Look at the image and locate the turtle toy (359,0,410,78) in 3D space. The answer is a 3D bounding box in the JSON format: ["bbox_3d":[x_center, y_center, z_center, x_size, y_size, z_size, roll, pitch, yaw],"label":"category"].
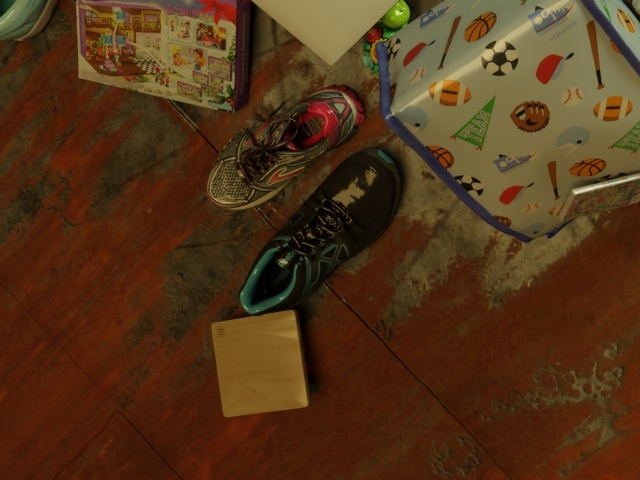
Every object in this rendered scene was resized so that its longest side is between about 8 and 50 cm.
[{"bbox_3d":[0.105,-0.301,1.966,0.095,0.066,0.130,19,111,17],"label":"turtle toy"}]

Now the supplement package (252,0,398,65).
[{"bbox_3d":[-0.009,-0.425,1.877,0.262,0.145,0.204,38,122,-18],"label":"supplement package"}]

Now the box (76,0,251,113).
[{"bbox_3d":[-0.254,-0.333,2.095,0.293,0.057,0.201,15,122,18],"label":"box"}]

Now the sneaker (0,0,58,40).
[{"bbox_3d":[-0.468,-0.479,2.109,0.135,0.150,0.366,29,114,12],"label":"sneaker"}]

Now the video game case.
[{"bbox_3d":[0.398,-0.062,1.821,0.122,0.087,0.011,-14,66,-10],"label":"video game case"}]

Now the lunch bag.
[{"bbox_3d":[0.314,-0.190,1.807,0.328,0.239,0.385,-32,123,26],"label":"lunch bag"}]

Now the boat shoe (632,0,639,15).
[{"bbox_3d":[0.491,-0.437,1.747,0.103,0.113,0.302,35,105,37],"label":"boat shoe"}]

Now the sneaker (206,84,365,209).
[{"bbox_3d":[-0.074,-0.147,2.060,0.299,0.112,0.121,-35,89,28],"label":"sneaker"}]

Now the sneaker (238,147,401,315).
[{"bbox_3d":[0.000,0.000,2.055,0.125,0.139,0.341,43,115,9],"label":"sneaker"}]

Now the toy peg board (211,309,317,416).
[{"bbox_3d":[-0.087,0.205,2.197,0.161,0.079,0.161,-11,85,24],"label":"toy peg board"}]
